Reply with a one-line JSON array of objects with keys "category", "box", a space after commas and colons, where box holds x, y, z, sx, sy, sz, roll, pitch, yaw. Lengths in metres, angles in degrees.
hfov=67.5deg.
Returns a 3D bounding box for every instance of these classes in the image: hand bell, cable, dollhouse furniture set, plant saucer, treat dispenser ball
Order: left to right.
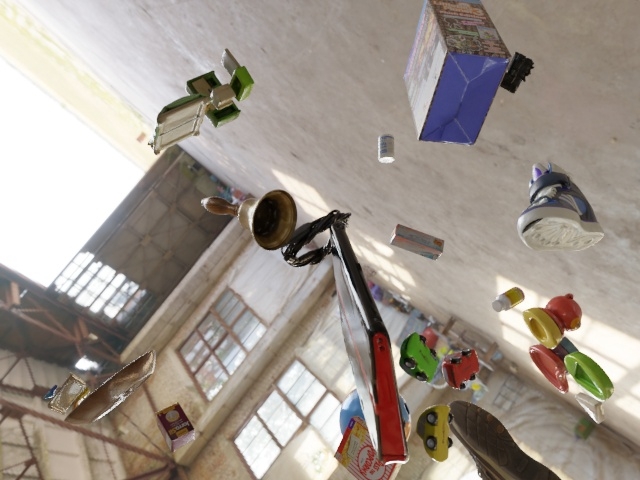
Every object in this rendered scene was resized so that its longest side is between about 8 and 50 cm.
[{"category": "plant saucer", "box": [-0.394, 0.291, 0.928, 0.036, 0.198, 0.198, 49, 174, 4]}, {"category": "dollhouse furniture set", "box": [-0.357, -0.385, 1.294, 0.151, 0.301, 0.197, 54, 151, 1]}, {"category": "hand bell", "box": [-0.179, -0.066, 1.036, 0.241, 0.126, 0.126, 16, 161, 38]}, {"category": "cable", "box": [0.000, 0.000, 1.083, 0.047, 0.184, 0.151, 53, 179, 31]}, {"category": "treat dispenser ball", "box": [0.216, 0.717, 1.909, 0.288, 0.288, 0.288, 38, 174, 5]}]

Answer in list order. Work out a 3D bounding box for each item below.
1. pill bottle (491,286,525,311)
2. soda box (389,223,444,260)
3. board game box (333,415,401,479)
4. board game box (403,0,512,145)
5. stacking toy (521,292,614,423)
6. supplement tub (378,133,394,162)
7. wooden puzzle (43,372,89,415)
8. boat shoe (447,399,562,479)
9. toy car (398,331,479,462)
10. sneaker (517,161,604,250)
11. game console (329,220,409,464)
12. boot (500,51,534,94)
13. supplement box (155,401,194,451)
[{"category": "pill bottle", "box": [0.462, 0.147, 1.180, 0.043, 0.083, 0.044, 39, 139, 43]}, {"category": "soda box", "box": [0.344, 0.007, 1.707, 0.183, 0.058, 0.063, 20, 144, -1]}, {"category": "board game box", "box": [0.147, 0.657, 1.461, 0.193, 0.147, 0.045, 28, -171, 37]}, {"category": "board game box", "box": [0.312, -0.412, 1.155, 0.140, 0.291, 0.232, 4, 138, -5]}, {"category": "stacking toy", "box": [0.701, 0.310, 1.298, 0.280, 0.130, 0.309, 52, 172, 47]}, {"category": "supplement tub", "box": [0.283, -0.396, 2.062, 0.070, 0.107, 0.071, 0, 166, 0]}, {"category": "wooden puzzle", "box": [-0.508, 0.307, 0.958, 0.014, 0.079, 0.116, 19, 143, 13]}, {"category": "boat shoe", "box": [0.450, 0.573, 1.229, 0.132, 0.130, 0.355, -15, -134, -40]}, {"category": "toy car", "box": [0.204, 0.254, 0.895, 0.053, 0.239, 0.225, -9, 127, 45]}, {"category": "sneaker", "box": [0.562, -0.102, 1.211, 0.322, 0.130, 0.237, 7, -128, -35]}, {"category": "game console", "box": [0.089, 0.188, 0.933, 0.387, 0.060, 0.342, -108, 9, -60]}, {"category": "boot", "box": [0.530, -0.480, 1.348, 0.121, 0.099, 0.045, 27, -157, -2]}, {"category": "supplement box", "box": [-0.317, 0.405, 1.044, 0.083, 0.054, 0.043, 40, 134, 35]}]
